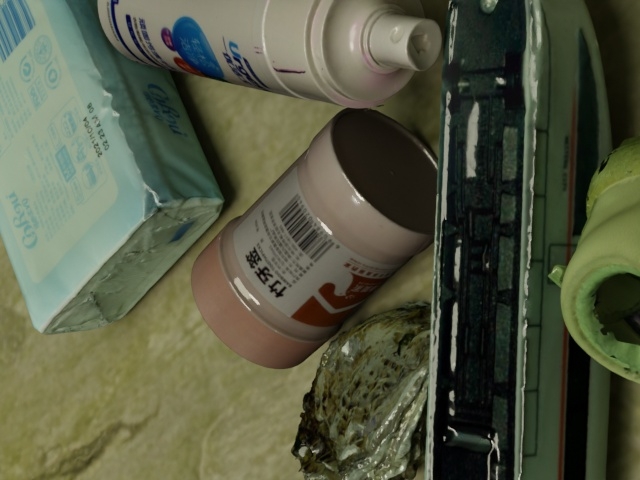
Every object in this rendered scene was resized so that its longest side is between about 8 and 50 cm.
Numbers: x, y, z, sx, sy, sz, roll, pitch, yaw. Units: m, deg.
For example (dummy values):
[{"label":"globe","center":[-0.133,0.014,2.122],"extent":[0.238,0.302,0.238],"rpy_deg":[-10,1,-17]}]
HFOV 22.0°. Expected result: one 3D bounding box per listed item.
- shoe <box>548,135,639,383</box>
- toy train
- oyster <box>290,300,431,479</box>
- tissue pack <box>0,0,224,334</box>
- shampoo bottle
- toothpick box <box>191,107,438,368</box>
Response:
[{"label":"shoe","center":[0.227,0.022,0.777],"extent":[0.262,0.140,0.128],"rpy_deg":[10,67,49]},{"label":"toy train","center":[0.117,0.030,0.909],"extent":[0.086,0.088,0.407],"rpy_deg":[4,92,57]},{"label":"oyster","center":[0.041,0.098,1.009],"extent":[0.177,0.064,0.125],"rpy_deg":[-17,63,53]},{"label":"tissue pack","center":[-0.180,-0.086,1.205],"extent":[0.177,0.089,0.263],"rpy_deg":[-43,63,39]},{"label":"shampoo bottle","center":[-0.030,-0.137,1.023],"extent":[0.303,0.092,0.092],"rpy_deg":[20,104,52]},{"label":"toothpick box","center":[0.000,0.000,1.018],"extent":[0.149,0.098,0.098],"rpy_deg":[-45,60,34]}]
